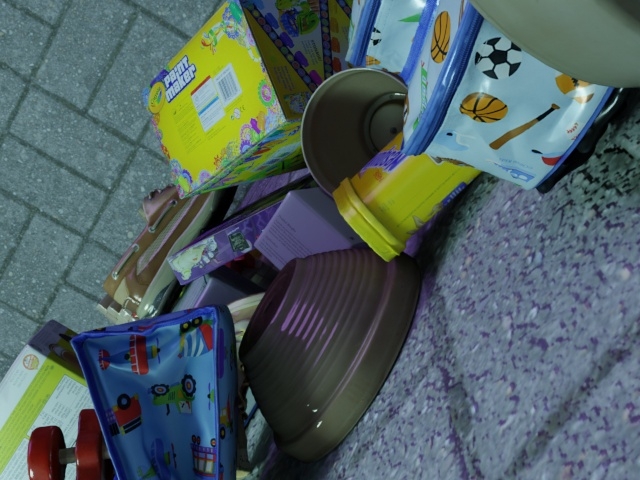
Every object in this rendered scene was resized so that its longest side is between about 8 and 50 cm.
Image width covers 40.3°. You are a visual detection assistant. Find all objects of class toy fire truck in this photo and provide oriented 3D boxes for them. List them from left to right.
[{"bbox_3d":[-0.345,0.423,1.378,0.254,0.169,0.302,87,175,-60],"label":"toy fire truck"}]

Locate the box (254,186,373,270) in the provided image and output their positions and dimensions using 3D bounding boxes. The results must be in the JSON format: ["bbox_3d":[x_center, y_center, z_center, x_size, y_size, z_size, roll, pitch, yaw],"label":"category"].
[{"bbox_3d":[0.000,0.000,1.031,0.087,0.101,0.102,-55,-18,23],"label":"box"}]

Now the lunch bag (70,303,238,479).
[{"bbox_3d":[-0.130,0.218,0.866,0.221,0.138,0.293,127,130,-85],"label":"lunch bag"}]

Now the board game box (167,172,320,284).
[{"bbox_3d":[-0.075,-0.039,1.286,0.208,0.056,0.347,-22,8,15],"label":"board game box"}]

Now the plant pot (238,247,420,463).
[{"bbox_3d":[-0.008,0.095,0.886,0.237,0.109,0.237,-56,12,19],"label":"plant pot"}]

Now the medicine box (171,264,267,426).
[{"bbox_3d":[-0.171,0.181,1.293,0.263,0.149,0.289,-59,10,0],"label":"medicine box"}]

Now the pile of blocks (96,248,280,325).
[{"bbox_3d":[-0.203,0.047,1.505,0.362,0.149,0.112,-24,-13,-34],"label":"pile of blocks"}]

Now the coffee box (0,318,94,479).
[{"bbox_3d":[-0.524,0.409,1.810,0.338,0.334,0.337,-58,10,-1],"label":"coffee box"}]

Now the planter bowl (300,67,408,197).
[{"bbox_3d":[0.073,-0.127,1.041,0.162,0.162,0.109,-54,-15,28],"label":"planter bowl"}]

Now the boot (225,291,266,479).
[{"bbox_3d":[-0.096,0.181,1.055,0.095,0.262,0.203,68,-175,-59],"label":"boot"}]

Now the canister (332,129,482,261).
[{"bbox_3d":[0.099,-0.071,0.840,0.170,0.073,0.126,-43,14,8],"label":"canister"}]

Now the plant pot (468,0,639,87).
[{"bbox_3d":[0.215,-0.237,0.327,0.280,0.323,0.323,1,60,60],"label":"plant pot"}]

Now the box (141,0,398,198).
[{"bbox_3d":[-0.048,-0.209,1.228,0.279,0.177,0.290,-17,-7,-39],"label":"box"}]

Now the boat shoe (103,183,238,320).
[{"bbox_3d":[-0.228,-0.033,1.359,0.324,0.120,0.122,-62,-3,-15],"label":"boat shoe"}]

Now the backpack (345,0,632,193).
[{"bbox_3d":[0.131,-0.177,0.583,0.276,0.213,0.263,93,-174,-65],"label":"backpack"}]
